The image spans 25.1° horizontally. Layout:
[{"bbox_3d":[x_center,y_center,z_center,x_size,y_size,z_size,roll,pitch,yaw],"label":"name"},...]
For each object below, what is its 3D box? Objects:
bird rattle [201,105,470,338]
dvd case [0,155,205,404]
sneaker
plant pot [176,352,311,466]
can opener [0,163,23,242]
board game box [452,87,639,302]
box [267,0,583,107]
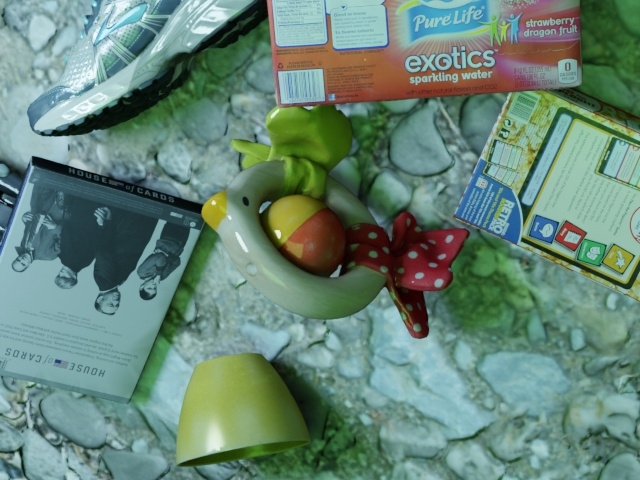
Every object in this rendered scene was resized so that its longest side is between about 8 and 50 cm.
[{"bbox_3d":[0.000,0.000,1.297,0.253,0.207,0.143,54,133,4],"label":"bird rattle"},{"bbox_3d":[-0.237,0.046,1.430,0.179,0.029,0.238,16,116,-19],"label":"dvd case"},{"bbox_3d":[-0.168,-0.199,1.335,0.283,0.110,0.122,-33,85,17],"label":"sneaker"},{"bbox_3d":[-0.083,0.165,1.423,0.134,0.134,0.095,-16,76,22],"label":"plant pot"},{"bbox_3d":[-0.346,-0.065,1.450,0.186,0.073,0.059,36,124,12],"label":"can opener"},{"bbox_3d":[0.236,-0.048,1.282,0.194,0.045,0.146,26,114,7],"label":"board game box"},{"bbox_3d":[0.087,-0.192,1.208,0.257,0.122,0.128,-4,108,5],"label":"box"}]
